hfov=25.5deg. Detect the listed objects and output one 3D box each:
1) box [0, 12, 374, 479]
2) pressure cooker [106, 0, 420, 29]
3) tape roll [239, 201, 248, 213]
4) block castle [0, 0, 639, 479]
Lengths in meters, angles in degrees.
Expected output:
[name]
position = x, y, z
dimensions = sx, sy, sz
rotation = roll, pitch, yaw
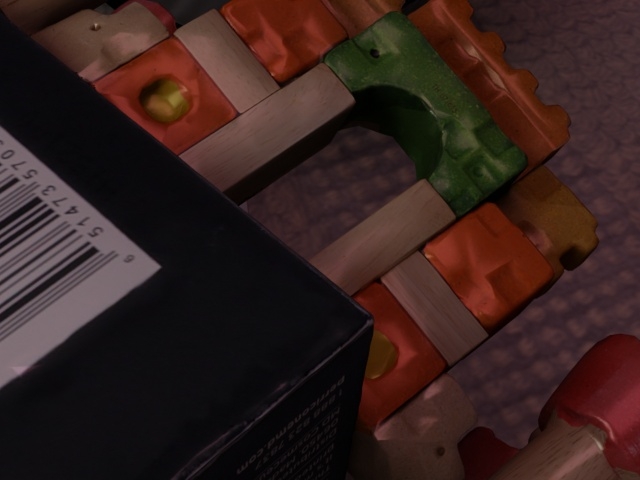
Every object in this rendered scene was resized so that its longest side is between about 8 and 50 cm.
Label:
[box]
position = -0.164, 0.119, 0.716
dimensions = 0.293, 0.395, 0.212
rotation = 38, 59, 22
[pressure cooker]
position = -0.031, -0.345, 1.099
dimensions = 0.369, 0.420, 0.376
rotation = 14, 71, -21
[tape roll]
position = -0.161, 0.003, 1.013
dimensions = 0.219, 0.072, 0.219
rotation = 3, 52, -4
[block castle]
position = 0.000, 0.000, 0.822
dimensions = 0.213, 0.303, 0.453
rotation = -36, 81, -22
